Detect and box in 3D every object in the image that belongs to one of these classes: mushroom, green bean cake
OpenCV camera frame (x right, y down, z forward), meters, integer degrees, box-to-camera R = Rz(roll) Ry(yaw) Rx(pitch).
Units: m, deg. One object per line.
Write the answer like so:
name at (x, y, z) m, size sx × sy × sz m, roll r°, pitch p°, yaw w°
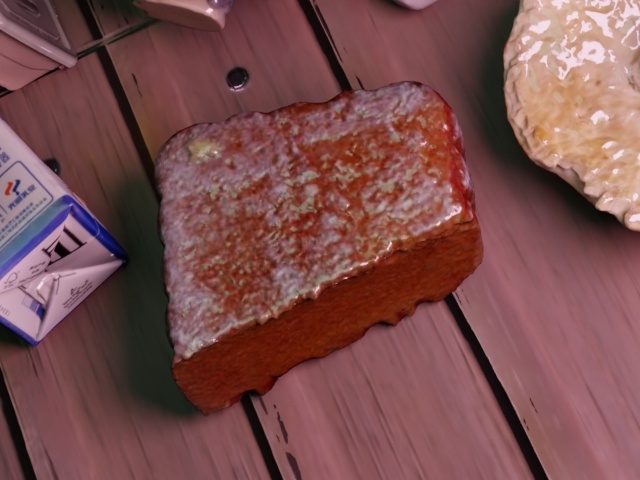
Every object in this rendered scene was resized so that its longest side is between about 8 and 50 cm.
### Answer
mushroom at (0.256, -0.163, 0.988) m, size 0.233 × 0.302 × 0.208 m, roll 22°, pitch 44°, yaw 5°
green bean cake at (0.000, 0.000, 1.077) m, size 0.232 × 0.097 × 0.198 m, roll -14°, pitch 68°, yaw 7°

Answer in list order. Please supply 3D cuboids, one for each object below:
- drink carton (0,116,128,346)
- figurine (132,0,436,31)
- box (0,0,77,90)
drink carton at (-0.293, -0.074, 1.150) m, size 0.106 × 0.130 × 0.315 m, roll -42°, pitch 67°, yaw -5°
figurine at (0.081, -0.296, 1.078) m, size 0.377 × 0.266 × 0.361 m, roll 19°, pitch 82°, yaw 18°
box at (-0.257, -0.174, 1.185) m, size 0.062 × 0.122 × 0.089 m, roll -32°, pitch 68°, yaw 12°
